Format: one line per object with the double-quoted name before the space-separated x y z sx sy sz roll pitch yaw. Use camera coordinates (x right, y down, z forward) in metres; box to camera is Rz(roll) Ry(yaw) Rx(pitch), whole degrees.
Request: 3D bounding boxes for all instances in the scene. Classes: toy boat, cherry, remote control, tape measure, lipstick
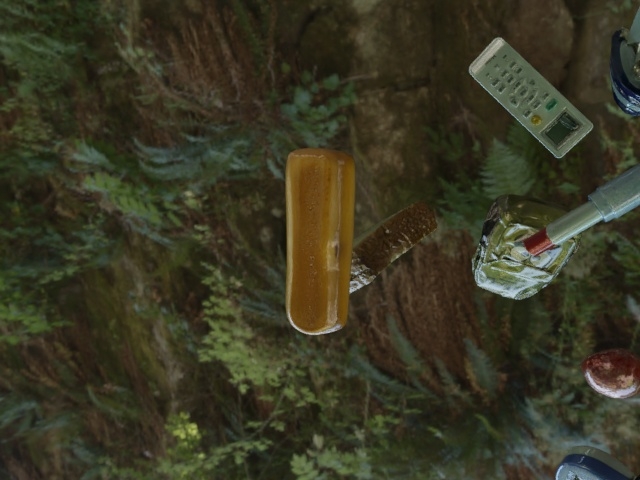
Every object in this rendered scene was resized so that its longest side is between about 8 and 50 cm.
"toy boat" 0.575 -0.345 1.218 0.071 0.210 0.291 -2 162 4
"cherry" 0.618 0.262 1.332 0.226 0.106 0.090 3 -146 29
"remote control" 0.466 -0.321 1.543 0.103 0.293 0.051 -47 171 25
"tape measure" 0.770 0.628 1.871 0.215 0.351 0.098 30 -132 28
"lipstick" 0.475 -0.055 1.185 0.274 0.061 0.068 -33 175 14

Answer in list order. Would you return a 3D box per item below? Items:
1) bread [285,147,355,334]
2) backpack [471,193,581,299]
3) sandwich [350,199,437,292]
"bread" 0.000 0.000 0.896 0.093 0.239 0.074 5 -171 24
"backpack" 0.443 0.015 1.525 0.207 0.253 0.140 16 -138 -1
"sandwich" 0.107 0.035 1.595 0.288 0.099 0.254 -35 176 -37
